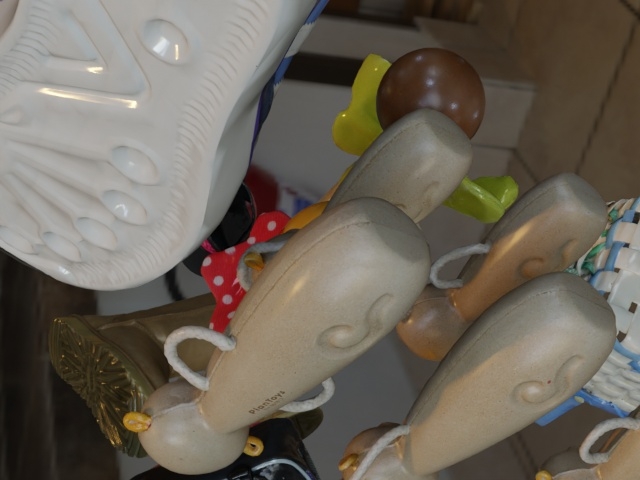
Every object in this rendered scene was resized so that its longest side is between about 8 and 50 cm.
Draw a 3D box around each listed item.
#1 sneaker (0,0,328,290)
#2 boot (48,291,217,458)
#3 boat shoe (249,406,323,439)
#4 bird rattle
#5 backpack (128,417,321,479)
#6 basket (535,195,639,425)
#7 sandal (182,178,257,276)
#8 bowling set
[{"bbox_3d":[-0.042,-0.131,0.535,0.236,0.130,0.323,-62,9,-33],"label":"sneaker"},{"bbox_3d":[-0.108,0.111,1.288,0.236,0.269,0.089,38,129,47],"label":"boot"},{"bbox_3d":[-0.071,0.231,1.557,0.056,0.153,0.048,62,180,-43],"label":"boat shoe"},{"bbox_3d":[0.000,0.000,0.890,0.253,0.143,0.207,-37,14,22],"label":"bird rattle"},{"bbox_3d":[-0.079,0.332,1.347,0.191,0.225,0.254,-108,-6,-75],"label":"backpack"},{"bbox_3d":[0.339,0.077,1.466,0.255,0.201,0.289,-62,-2,-22],"label":"basket"},{"bbox_3d":[-0.079,-0.025,1.008,0.040,0.067,0.179,51,153,34],"label":"sandal"},{"bbox_3d":[0.053,0.024,0.610,0.154,0.287,0.200,-45,37,30],"label":"bowling set"}]
